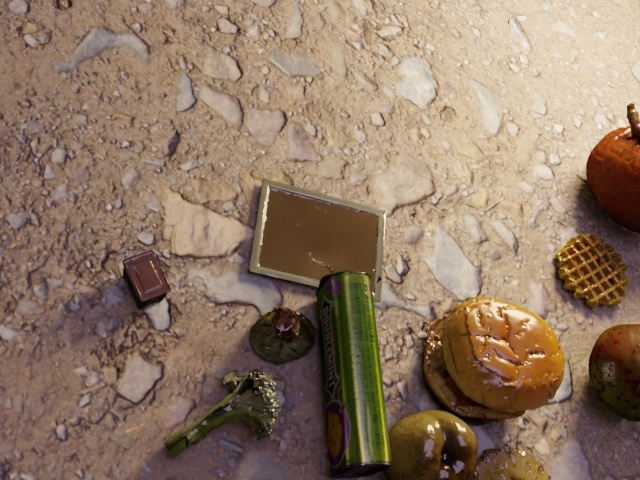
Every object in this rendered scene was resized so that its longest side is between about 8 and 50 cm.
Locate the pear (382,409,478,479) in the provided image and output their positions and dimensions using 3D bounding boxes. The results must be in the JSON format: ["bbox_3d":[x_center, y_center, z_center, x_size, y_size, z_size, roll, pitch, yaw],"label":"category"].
[{"bbox_3d":[0.188,0.375,1.331,0.167,0.136,0.167,2,83,-20],"label":"pear"}]

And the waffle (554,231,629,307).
[{"bbox_3d":[0.608,0.067,1.712,0.191,0.038,0.191,9,61,-17],"label":"waffle"}]

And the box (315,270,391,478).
[{"bbox_3d":[0.051,0.232,1.357,0.097,0.134,0.346,4,64,-17],"label":"box"}]

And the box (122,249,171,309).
[{"bbox_3d":[-0.307,0.071,1.343,0.060,0.063,0.085,-22,75,-27],"label":"box"}]

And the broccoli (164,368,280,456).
[{"bbox_3d":[-0.162,0.293,1.273,0.204,0.118,0.122,-26,86,-13],"label":"broccoli"}]

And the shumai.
[{"bbox_3d":[-0.059,0.159,1.378,0.123,0.087,0.099,-14,68,-28],"label":"shumai"}]

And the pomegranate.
[{"bbox_3d":[0.651,0.244,1.545,0.198,0.198,0.246,45,57,6],"label":"pomegranate"}]

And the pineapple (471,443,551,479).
[{"bbox_3d":[0.357,0.471,1.401,0.221,0.047,0.221,10,60,-17],"label":"pineapple"}]

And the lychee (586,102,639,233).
[{"bbox_3d":[0.739,-0.162,1.756,0.255,0.300,0.255,0,24,0],"label":"lychee"}]

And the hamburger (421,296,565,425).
[{"bbox_3d":[0.321,0.222,1.447,0.244,0.163,0.245,8,63,-16],"label":"hamburger"}]

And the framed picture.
[{"bbox_3d":[0.000,0.000,1.526,0.273,0.016,0.217,15,59,-14],"label":"framed picture"}]
